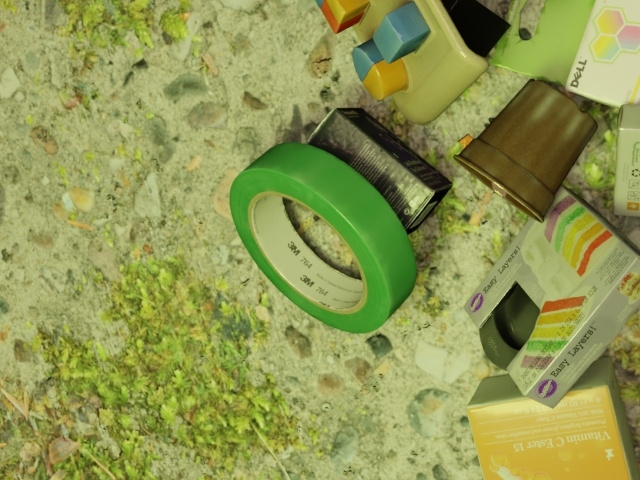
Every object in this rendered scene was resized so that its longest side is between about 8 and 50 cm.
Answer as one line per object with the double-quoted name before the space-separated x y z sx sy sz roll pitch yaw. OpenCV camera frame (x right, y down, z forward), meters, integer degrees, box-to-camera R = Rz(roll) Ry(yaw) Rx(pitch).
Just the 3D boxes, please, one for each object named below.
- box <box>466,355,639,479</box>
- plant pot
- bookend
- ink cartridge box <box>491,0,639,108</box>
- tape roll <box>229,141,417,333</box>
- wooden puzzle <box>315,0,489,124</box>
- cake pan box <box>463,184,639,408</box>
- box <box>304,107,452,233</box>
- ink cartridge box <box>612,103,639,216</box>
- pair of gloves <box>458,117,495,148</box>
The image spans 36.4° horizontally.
"box" 0.379 0.380 1.501 0.215 0.168 0.345 -14 94 20
"plant pot" 0.313 -0.141 1.452 0.167 0.167 0.165 37 94 10
"bookend" 0.184 -0.364 1.481 0.072 0.157 0.156 -52 57 18
"ink cartridge box" 0.394 -0.308 1.432 0.255 0.097 0.189 20 104 14
"tape roll" 0.000 0.000 1.518 0.321 0.077 0.321 32 148 23
"wooden puzzle" 0.078 -0.336 1.422 0.080 0.322 0.348 -34 88 -12
"cake pan box" 0.344 0.079 1.436 0.070 0.246 0.267 27 109 -25
"box" 0.087 -0.108 1.534 0.207 0.153 0.108 41 108 8
"ink cartridge box" 0.604 -0.099 1.361 0.371 0.069 0.176 7 140 19
"pair of gloves" 0.268 -0.149 1.543 0.083 0.010 0.074 -36 86 20
